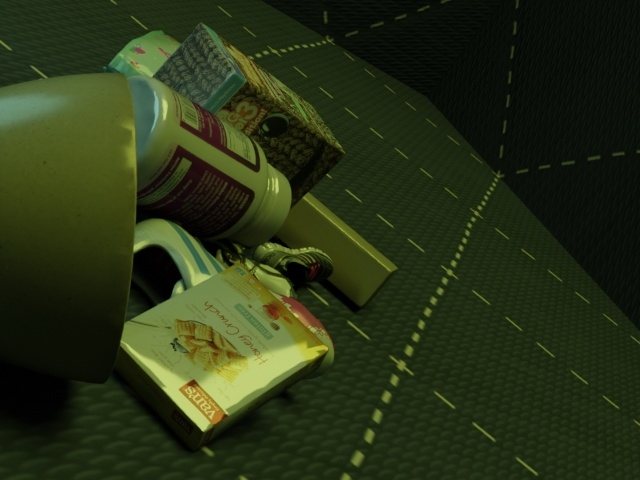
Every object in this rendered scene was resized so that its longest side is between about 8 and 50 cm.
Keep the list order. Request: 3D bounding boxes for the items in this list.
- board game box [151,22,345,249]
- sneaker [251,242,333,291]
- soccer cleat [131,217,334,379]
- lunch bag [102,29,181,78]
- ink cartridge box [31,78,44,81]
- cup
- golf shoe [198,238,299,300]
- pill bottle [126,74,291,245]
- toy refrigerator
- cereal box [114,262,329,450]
[{"bbox_3d":[-0.148,-0.157,2.105,0.291,0.232,0.141,32,18,-46],"label":"board game box"},{"bbox_3d":[-0.035,0.051,2.197,0.170,0.063,0.075,12,30,-47],"label":"sneaker"},{"bbox_3d":[-0.138,0.098,1.796,0.331,0.116,0.143,34,27,3],"label":"soccer cleat"},{"bbox_3d":[-0.263,-0.251,2.359,0.223,0.160,0.262,38,11,-3],"label":"lunch bag"},{"bbox_3d":[-0.366,-0.125,1.837,0.181,0.061,0.104,60,18,-57],"label":"ink cartridge box"},{"bbox_3d":[-0.335,-0.021,1.393,0.236,0.331,0.331,4,28,-17],"label":"cup"},{"bbox_3d":[-0.122,0.057,1.985,0.198,0.077,0.094,35,16,27],"label":"golf shoe"},{"bbox_3d":[-0.182,-0.100,1.901,0.301,0.169,0.169,30,17,-45],"label":"pill bottle"},{"bbox_3d":[0.000,0.000,2.355,0.269,0.094,0.102,41,8,6],"label":"toy refrigerator"},{"bbox_3d":[-0.127,0.136,1.638,0.173,0.047,0.240,43,41,16],"label":"cereal box"}]
